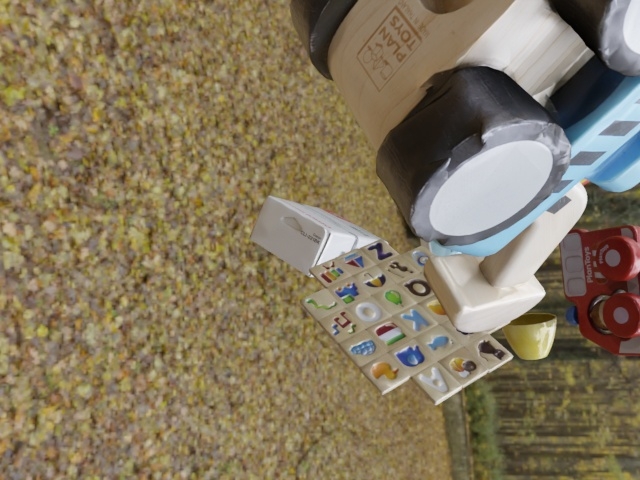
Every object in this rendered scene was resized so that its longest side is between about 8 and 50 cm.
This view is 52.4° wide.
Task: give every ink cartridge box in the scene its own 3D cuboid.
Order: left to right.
[{"bbox_3d":[0.000,0.000,1.509,0.273,0.197,0.114,11,107,-57],"label":"ink cartridge box"}]

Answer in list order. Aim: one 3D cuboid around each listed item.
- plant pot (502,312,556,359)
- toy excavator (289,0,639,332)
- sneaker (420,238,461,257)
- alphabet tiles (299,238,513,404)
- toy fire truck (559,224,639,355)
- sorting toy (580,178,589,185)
[{"bbox_3d":[0.520,0.241,1.611,0.134,0.134,0.095,-18,100,-74],"label":"plant pot"},{"bbox_3d":[0.178,-0.078,0.556,0.445,0.433,0.222,14,40,-43],"label":"toy excavator"},{"bbox_3d":[0.344,-0.040,1.665,0.135,0.150,0.366,-13,91,-34],"label":"sneaker"},{"bbox_3d":[0.145,0.122,1.114,0.342,0.285,0.011,44,-36,37],"label":"alphabet tiles"},{"bbox_3d":[0.678,0.113,1.515,0.254,0.169,0.302,-13,-101,61],"label":"toy fire truck"},{"bbox_3d":[0.490,-0.215,1.312,0.089,0.255,0.257,74,14,-60],"label":"sorting toy"}]
